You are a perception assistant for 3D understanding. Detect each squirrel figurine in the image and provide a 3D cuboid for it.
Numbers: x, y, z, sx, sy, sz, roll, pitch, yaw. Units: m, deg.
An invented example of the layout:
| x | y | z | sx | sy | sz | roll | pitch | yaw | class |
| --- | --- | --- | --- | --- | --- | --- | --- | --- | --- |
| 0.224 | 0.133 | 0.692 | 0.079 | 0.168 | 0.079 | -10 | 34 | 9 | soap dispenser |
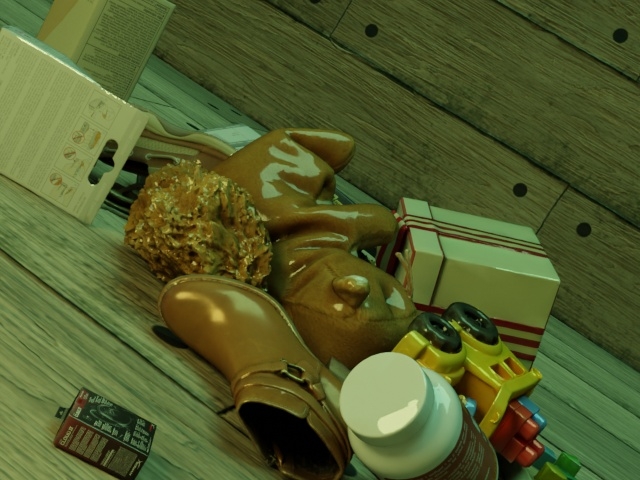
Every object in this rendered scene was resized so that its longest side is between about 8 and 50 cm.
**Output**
| x | y | z | sx | sy | sz | roll | pitch | yaw | class |
| --- | --- | --- | --- | --- | --- | --- | --- | --- | --- |
| -0.066 | 0.038 | 1.299 | 0.397 | 0.281 | 0.370 | 8 | 32 | -31 | squirrel figurine |

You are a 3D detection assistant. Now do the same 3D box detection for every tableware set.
| x | y | z | sx | sy | sz | roll | pitch | yaw | class |
| --- | --- | --- | --- | --- | --- | --- | --- | --- | --- |
| -0.366 | -0.101 | 1.516 | 0.194 | 0.039 | 0.128 | 27 | 11 | -23 | tableware set |

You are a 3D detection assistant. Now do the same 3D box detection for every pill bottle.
| x | y | z | sx | sy | sz | roll | pitch | yaw | class |
| --- | --- | --- | --- | --- | --- | --- | --- | --- | --- |
| 0.102 | 0.206 | 1.009 | 0.121 | 0.121 | 0.216 | 41 | -9 | 42 | pill bottle |

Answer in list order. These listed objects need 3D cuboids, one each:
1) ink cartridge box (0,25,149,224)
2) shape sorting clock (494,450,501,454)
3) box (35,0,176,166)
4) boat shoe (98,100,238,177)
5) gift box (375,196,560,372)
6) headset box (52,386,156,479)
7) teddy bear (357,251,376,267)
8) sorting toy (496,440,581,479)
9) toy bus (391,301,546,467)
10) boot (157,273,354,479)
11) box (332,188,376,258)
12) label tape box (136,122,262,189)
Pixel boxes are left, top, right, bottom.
| x | y | z | sx | sy | sz | roll | pitch | yaw | class |
| --- | --- | --- | --- | --- | --- | --- | --- | --- | --- |
| -0.378 | -0.160 | 1.351 | 0.232 | 0.189 | 0.066 | 30 | 15 | -9 | ink cartridge box |
| 0.211 | 0.270 | 1.389 | 0.206 | 0.040 | 0.206 | 20 | 0 | 0 | shape sorting clock |
| -0.387 | -0.293 | 1.594 | 0.121 | 0.311 | 0.148 | 36 | 10 | 38 | box |
| -0.219 | -0.113 | 1.542 | 0.324 | 0.116 | 0.123 | 23 | -13 | 25 | boat shoe |
| 0.193 | 0.090 | 1.517 | 0.258 | 0.255 | 0.276 | 12 | 17 | -6 | gift box |
| -0.186 | 0.163 | 0.821 | 0.083 | 0.032 | 0.062 | 29 | 10 | -10 | headset box |
| 0.000 | 0.000 | 1.904 | 0.338 | 0.113 | 0.245 | 32 | 8 | 2 | teddy bear |
| 0.356 | 0.357 | 1.423 | 0.196 | 0.047 | 0.347 | 31 | 11 | -5 | sorting toy |
| 0.186 | 0.202 | 1.213 | 0.211 | 0.149 | 0.220 | 43 | 24 | 24 | toy bus |
| -0.077 | 0.151 | 1.053 | 0.283 | 0.109 | 0.220 | 39 | 14 | -2 | boot |
| 0.050 | -0.049 | 1.871 | 0.233 | 0.059 | 0.183 | 42 | 5 | 41 | box |
| -0.126 | -0.076 | 1.692 | 0.240 | 0.106 | 0.334 | -17 | 43 | -44 | label tape box |
